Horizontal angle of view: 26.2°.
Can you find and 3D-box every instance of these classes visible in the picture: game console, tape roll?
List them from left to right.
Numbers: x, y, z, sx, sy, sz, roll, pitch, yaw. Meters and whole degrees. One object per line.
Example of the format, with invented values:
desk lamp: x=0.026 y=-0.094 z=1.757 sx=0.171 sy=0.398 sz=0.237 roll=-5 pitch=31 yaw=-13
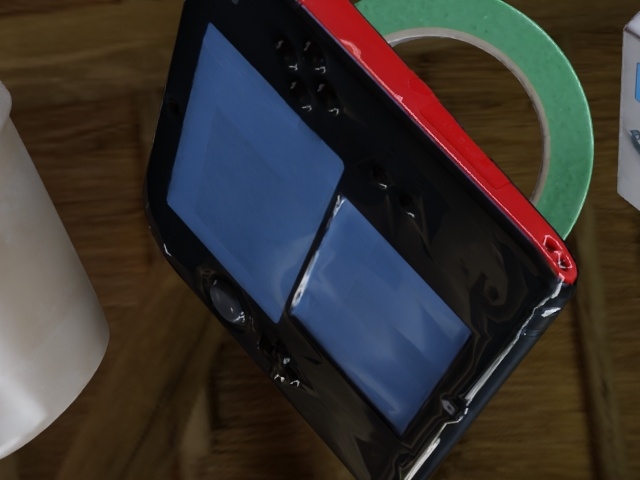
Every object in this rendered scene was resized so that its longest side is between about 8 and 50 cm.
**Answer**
game console: x=0.000 y=0.000 z=1.006 sx=0.342 sy=0.060 sz=0.386 roll=52 pitch=-29 yaw=18
tape roll: x=0.111 y=-0.093 z=1.382 sx=0.321 sy=0.077 sz=0.321 roll=1 pitch=-82 yaw=10

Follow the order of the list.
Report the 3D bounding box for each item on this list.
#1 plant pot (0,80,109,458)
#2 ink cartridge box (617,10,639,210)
plant pot: x=-0.337 y=0.033 z=1.172 sx=0.323 sy=0.323 sz=0.280 roll=-16 pitch=-57 yaw=39
ink cartridge box: x=0.360 y=-0.045 z=1.109 sx=0.066 sy=0.296 sz=0.261 roll=-45 pitch=-114 yaw=-9
